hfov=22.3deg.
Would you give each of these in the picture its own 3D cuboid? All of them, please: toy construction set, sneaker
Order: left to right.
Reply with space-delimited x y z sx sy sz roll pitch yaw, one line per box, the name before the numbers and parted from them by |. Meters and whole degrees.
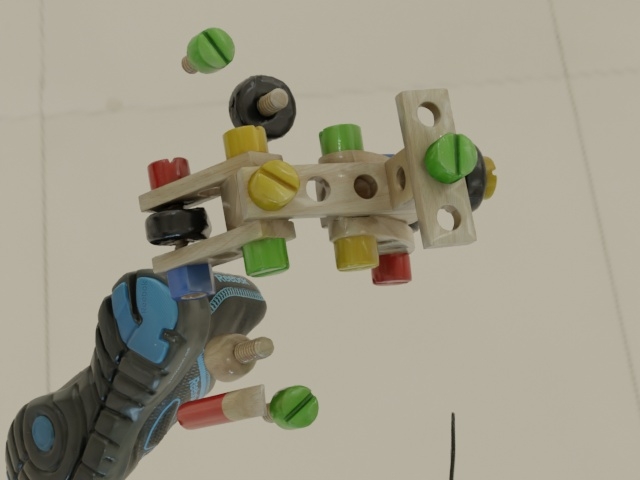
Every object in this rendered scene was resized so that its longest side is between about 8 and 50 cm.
sneaker | -0.170 0.154 1.486 0.140 0.341 0.125 -6 56 -48
toy construction set | 0.000 0.000 1.266 0.257 0.237 0.308 24 70 -22

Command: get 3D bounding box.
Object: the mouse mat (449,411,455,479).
mouse mat | 0.090 0.226 1.142 0.007 0.152 0.189 3 73 5
